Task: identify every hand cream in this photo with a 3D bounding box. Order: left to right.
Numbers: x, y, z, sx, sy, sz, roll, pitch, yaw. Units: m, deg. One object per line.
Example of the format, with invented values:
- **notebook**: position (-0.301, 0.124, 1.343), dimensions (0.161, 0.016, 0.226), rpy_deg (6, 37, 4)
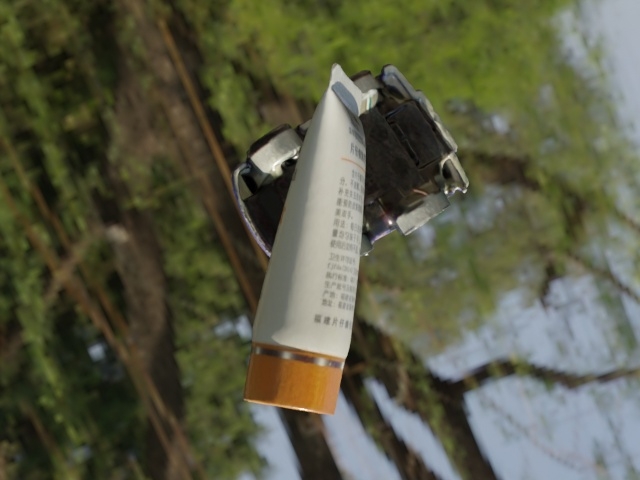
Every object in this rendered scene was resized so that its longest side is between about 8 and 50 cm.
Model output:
- **hand cream**: position (0.000, 0.000, 1.662), dimensions (0.089, 0.314, 0.140), rpy_deg (11, 172, 13)

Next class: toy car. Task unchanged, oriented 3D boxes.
- **toy car**: position (0.022, -0.058, 1.941), dimensions (0.235, 0.172, 0.158), rpy_deg (-31, 175, -14)
